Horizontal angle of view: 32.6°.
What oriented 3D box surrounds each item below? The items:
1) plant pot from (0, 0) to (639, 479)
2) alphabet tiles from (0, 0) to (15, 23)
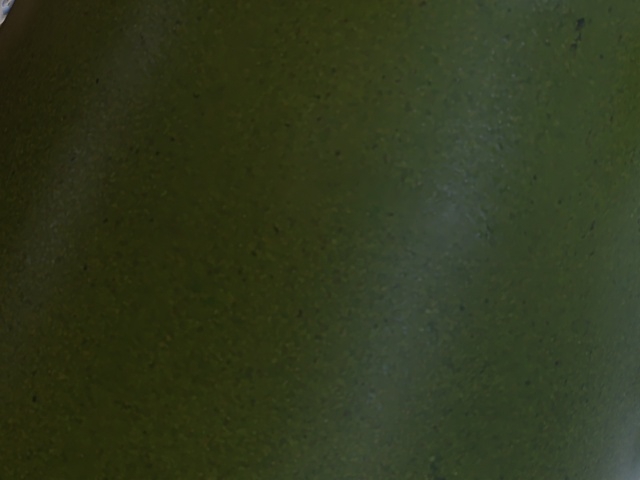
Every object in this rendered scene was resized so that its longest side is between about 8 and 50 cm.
[{"bbox_3d":[0.000,0.000,0.456,0.366,0.366,0.353,-93,-158,-70],"label":"plant pot"},{"bbox_3d":[-0.307,-0.172,0.831,0.237,0.009,0.198,-53,175,-27],"label":"alphabet tiles"}]
